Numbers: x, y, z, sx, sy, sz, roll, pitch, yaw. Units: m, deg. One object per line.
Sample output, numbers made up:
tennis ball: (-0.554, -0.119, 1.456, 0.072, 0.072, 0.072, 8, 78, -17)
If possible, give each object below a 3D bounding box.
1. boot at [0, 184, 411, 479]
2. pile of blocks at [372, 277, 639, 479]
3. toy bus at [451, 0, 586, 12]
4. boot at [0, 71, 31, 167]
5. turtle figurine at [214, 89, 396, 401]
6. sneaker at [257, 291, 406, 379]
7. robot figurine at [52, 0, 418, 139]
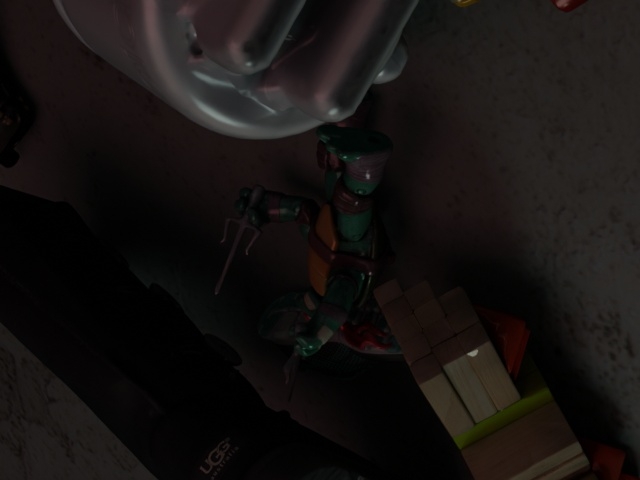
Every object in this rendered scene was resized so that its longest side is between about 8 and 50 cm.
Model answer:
boot: (-0.113, 0.149, 1.425, 0.445, 0.146, 0.367, 34, 170, 33)
pile of blocks: (0.175, 0.165, 1.268, 0.113, 0.149, 0.362, -29, 112, 4)
toy bus: (0.139, -0.237, 1.008, 0.191, 0.202, 0.104, -53, 49, 53)
boot: (-0.309, -0.164, 1.473, 0.137, 0.077, 0.198, 42, 149, 4)
turtle figurine: (0.000, 0.000, 1.271, 0.175, 0.118, 0.234, 50, 136, 45)
sneaker: (0.030, 0.086, 1.363, 0.166, 0.065, 0.076, 5, 140, 38)
robot figurine: (-0.073, -0.193, 1.107, 0.300, 0.199, 0.353, 31, -177, -34)
